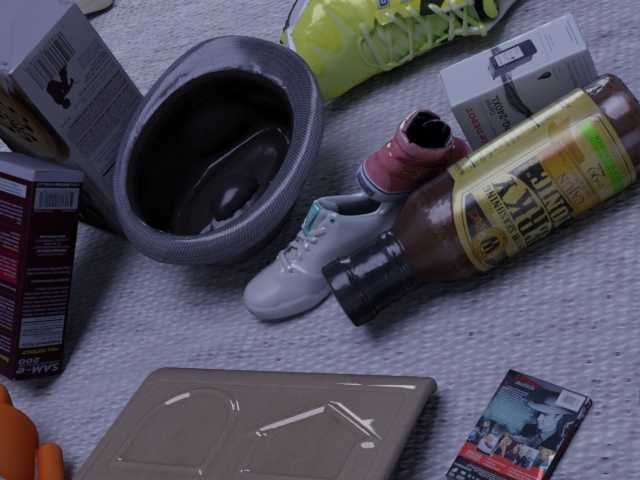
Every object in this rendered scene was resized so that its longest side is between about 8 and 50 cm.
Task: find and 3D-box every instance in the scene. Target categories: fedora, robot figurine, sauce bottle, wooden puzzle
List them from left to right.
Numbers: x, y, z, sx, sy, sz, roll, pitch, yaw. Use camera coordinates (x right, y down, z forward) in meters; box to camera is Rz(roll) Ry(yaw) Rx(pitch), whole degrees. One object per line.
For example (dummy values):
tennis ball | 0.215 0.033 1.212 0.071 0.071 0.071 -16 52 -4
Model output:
robot figurine | -0.358 0.254 1.261 0.128 0.158 0.219 -46 36 32
wooden puzzle | -0.089 0.241 1.104 0.322 0.080 0.348 -1 32 31
fedora | -0.102 -0.080 1.374 0.243 0.124 0.275 12 70 25
sauce bottle | 0.163 -0.031 1.201 0.344 0.111 0.111 -33 43 5

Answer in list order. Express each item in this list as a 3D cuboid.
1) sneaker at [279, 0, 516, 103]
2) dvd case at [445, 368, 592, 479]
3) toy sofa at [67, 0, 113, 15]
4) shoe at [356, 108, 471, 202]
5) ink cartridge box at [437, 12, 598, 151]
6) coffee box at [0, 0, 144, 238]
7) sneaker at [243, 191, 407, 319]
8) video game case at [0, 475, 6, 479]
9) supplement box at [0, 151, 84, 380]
sneaker | 0.118 -0.284 1.422 0.384 0.145 0.147 -37 43 1
dvd case | 0.175 0.176 1.081 0.087 0.013 0.119 17 65 40
toy sofa | -0.494 -0.381 1.906 0.362 0.177 0.150 -28 19 8
shoe | 0.116 -0.091 1.241 0.063 0.178 0.081 55 129 15
ink cartridge box | 0.212 -0.152 1.271 0.150 0.109 0.063 -23 47 13
coffee box | -0.291 -0.142 1.437 0.168 0.297 0.119 17 63 40
sneaker | 0.000 0.000 1.283 0.212 0.094 0.080 -31 45 5
video game case | -0.424 0.336 1.181 0.300 0.036 0.329 19 97 41
supplement box | -0.347 0.027 1.397 0.130 0.073 0.239 17 102 40
